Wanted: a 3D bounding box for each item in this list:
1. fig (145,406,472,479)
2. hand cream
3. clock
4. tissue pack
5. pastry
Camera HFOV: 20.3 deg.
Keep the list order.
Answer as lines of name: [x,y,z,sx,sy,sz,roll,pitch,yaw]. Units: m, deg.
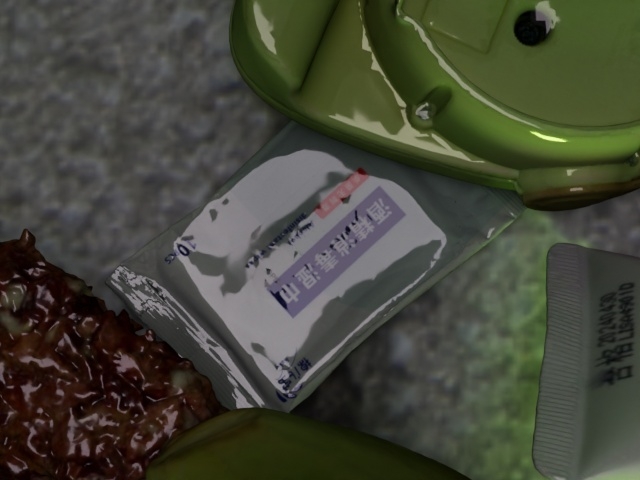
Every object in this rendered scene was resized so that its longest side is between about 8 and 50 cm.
fig: [0.012,0.190,0.798,0.230,0.207,0.207,38,84,-30]
hand cream: [0.278,0.096,0.858,0.358,0.185,0.118,13,127,1]
clock: [0.125,-0.133,0.894,0.308,0.096,0.235,22,79,-5]
tissue pack: [0.000,0.000,0.924,0.193,0.026,0.122,-43,85,-6]
pastry: [-0.141,0.068,0.882,0.208,0.097,0.115,31,78,3]
